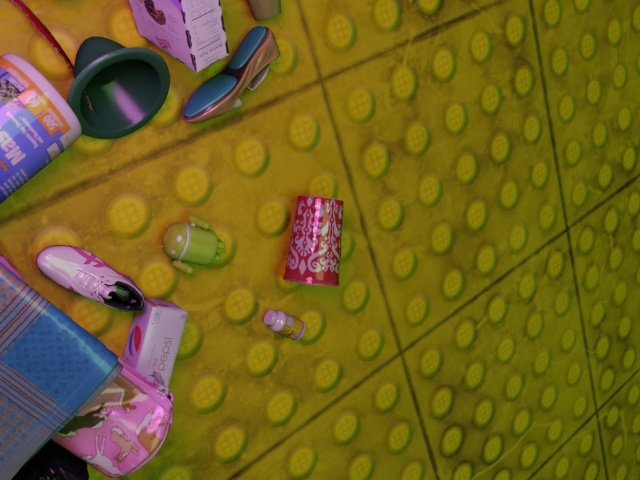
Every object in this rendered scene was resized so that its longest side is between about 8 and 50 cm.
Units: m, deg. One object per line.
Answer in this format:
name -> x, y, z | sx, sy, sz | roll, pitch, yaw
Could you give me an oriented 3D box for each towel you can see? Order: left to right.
towel -> -0.482, 0.136, 0.857 | 0.271, 0.040, 0.370 | -43, 107, 6

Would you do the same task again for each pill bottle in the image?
pill bottle -> -0.483, -0.119, 0.911 | 0.272, 0.152, 0.152 | -47, 122, -20
pill bottle -> -0.073, 0.168, 1.332 | 0.083, 0.043, 0.043 | 30, 81, -35

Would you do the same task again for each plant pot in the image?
plant pot -> -0.102, -0.438, 1.174 | 0.083, 0.083, 0.079 | -31, 127, -27

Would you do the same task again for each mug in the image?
mug -> -0.010, -0.001, 1.325 | 0.113, 0.150, 0.169 | 6, 92, 0

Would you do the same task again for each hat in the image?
hat -> -0.361, -0.293, 1.045 | 0.173, 0.183, 0.208 | -32, 158, -19

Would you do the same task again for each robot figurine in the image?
robot figurine -> -0.229, 0.006, 1.172 | 0.115, 0.067, 0.101 | 16, 102, -37

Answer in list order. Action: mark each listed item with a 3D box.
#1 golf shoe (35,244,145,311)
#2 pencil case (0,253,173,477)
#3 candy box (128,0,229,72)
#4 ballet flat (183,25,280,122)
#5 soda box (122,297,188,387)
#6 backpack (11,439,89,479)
golf shoe -> -0.366, 0.062, 1.074 | 0.186, 0.086, 0.067 | 30, 83, -35
pencil case -> -0.398, 0.188, 0.987 | 0.386, 0.160, 0.167 | 44, 62, -19
candy box -> -0.227, -0.378, 0.993 | 0.070, 0.165, 0.196 | -38, 148, -25
ballet flat -> -0.147, -0.278, 1.171 | 0.232, 0.080, 0.073 | -52, 139, -14
soda box -> -0.303, 0.213, 1.156 | 0.069, 0.074, 0.216 | 15, 91, -36
backpack -> -0.457, 0.408, 1.044 | 0.182, 0.152, 0.115 | -44, 113, -7
